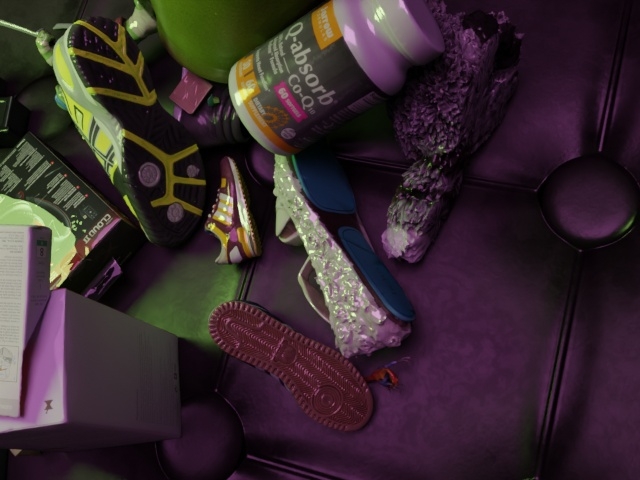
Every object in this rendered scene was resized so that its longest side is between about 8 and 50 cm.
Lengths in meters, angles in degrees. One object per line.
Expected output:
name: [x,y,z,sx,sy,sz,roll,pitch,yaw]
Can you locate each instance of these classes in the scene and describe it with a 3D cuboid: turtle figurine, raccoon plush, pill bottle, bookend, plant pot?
turtle figurine: [-0.406,-0.371,1.323,0.266,0.198,0.274,-30,72,17]
raccoon plush: [0.103,-0.226,1.172,0.299,0.216,0.446,26,81,28]
pill bottle: [0.021,-0.247,1.051,0.278,0.162,0.162,-28,67,26]
bookend: [-0.624,-0.258,1.420,0.157,0.072,0.156,0,73,13]
plant pot: [-0.118,-0.427,1.121,0.367,0.353,0.366,5,64,-11]

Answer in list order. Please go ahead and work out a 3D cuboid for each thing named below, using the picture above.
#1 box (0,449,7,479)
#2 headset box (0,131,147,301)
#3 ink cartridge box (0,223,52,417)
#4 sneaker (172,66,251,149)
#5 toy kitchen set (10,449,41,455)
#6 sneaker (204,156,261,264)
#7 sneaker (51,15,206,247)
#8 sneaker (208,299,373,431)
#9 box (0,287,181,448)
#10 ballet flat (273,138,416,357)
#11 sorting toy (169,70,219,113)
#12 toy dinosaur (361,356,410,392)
box: [-0.681,0.395,1.174,0.313,0.179,0.343,-7,72,13]
headset box: [-0.456,-0.009,1.280,0.293,0.110,0.218,39,86,21]
ink cartridge box: [-0.422,0.092,0.914,0.181,0.056,0.224,1,89,14]
sneaker: [-0.161,-0.291,1.305,0.147,0.104,0.295,5,80,13]
toy kitchen set: [-0.470,0.292,1.209,0.083,0.075,0.068,42,85,17]
sneaker: [-0.158,-0.051,1.242,0.084,0.069,0.185,-17,69,3]
sneaker: [-0.312,-0.169,1.239,0.145,0.147,0.384,-30,106,-36]
sneaker: [-0.050,0.180,1.140,0.282,0.153,0.099,36,81,-9]
box: [-0.365,0.200,1.067,0.215,0.345,0.168,-9,71,10]
ballet flat: [0.000,0.000,1.147,0.147,0.147,0.409,-28,60,4]
sorting toy: [-0.206,-0.239,1.248,0.083,0.012,0.062,39,91,22]
toy dinosaur: [0.092,0.202,1.095,0.090,0.082,0.047,-14,71,10]
